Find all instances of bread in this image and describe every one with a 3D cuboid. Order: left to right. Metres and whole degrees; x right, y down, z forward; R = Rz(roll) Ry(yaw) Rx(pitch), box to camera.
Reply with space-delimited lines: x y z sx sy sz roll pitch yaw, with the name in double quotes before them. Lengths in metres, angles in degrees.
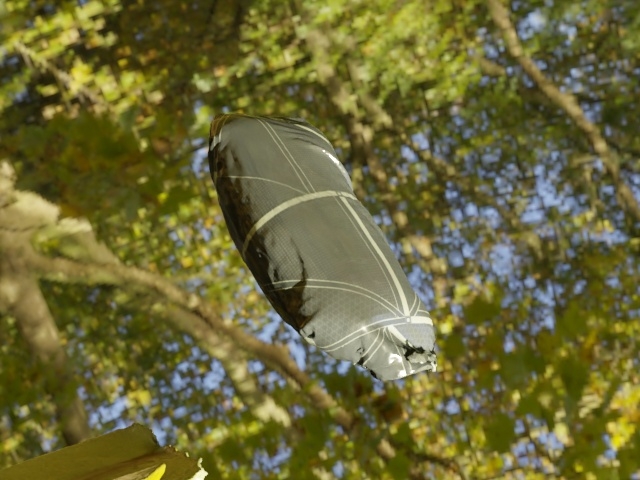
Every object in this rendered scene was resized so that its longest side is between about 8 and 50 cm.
"bread" -0.367 0.368 1.630 0.361 0.245 0.233 -47 -136 -15

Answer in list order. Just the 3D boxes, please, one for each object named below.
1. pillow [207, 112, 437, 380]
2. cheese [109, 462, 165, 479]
"pillow" 0.000 0.000 1.140 0.162 0.092 0.335 -7 -126 -37
"cheese" -0.162 0.196 0.677 0.171 0.126 0.093 -41 171 10
